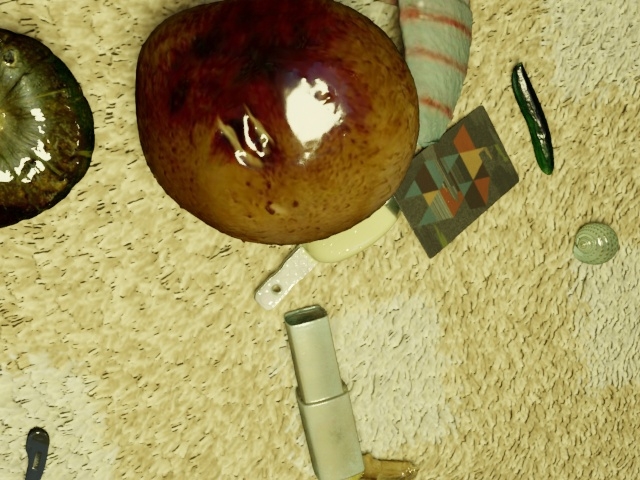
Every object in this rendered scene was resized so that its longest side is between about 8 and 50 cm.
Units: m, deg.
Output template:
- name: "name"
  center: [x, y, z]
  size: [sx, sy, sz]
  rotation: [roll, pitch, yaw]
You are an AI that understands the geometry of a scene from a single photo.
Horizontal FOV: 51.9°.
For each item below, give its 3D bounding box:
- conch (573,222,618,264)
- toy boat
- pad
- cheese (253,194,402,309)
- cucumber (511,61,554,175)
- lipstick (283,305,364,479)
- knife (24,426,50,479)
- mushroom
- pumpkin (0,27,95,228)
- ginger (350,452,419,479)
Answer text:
- name: "conch"
  center: [0.452, 0.009, 1.064]
  size: [0.085, 0.057, 0.076]
  rotation: [-2, 115, -14]
- name: "toy boat"
  center: [0.145, -0.252, 0.857]
  size: [0.206, 0.096, 0.282]
  rotation: [8, 74, -46]
- name: "pad"
  center: [0.201, -0.088, 0.972]
  size: [0.211, 0.003, 0.143]
  rotation: [-39, 110, -20]
- name: "cheese"
  center: [0.000, 0.000, 0.939]
  size: [0.251, 0.054, 0.127]
  rotation: [-45, 109, -1]
- name: "cucumber"
  center: [0.326, -0.184, 1.000]
  size: [0.036, 0.033, 0.184]
  rotation: [-36, 111, -32]
- name: "lipstick"
  center: [0.001, 0.226, 0.974]
  size: [0.077, 0.079, 0.253]
  rotation: [-15, 104, -10]
- name: "knife"
  center: [-0.400, 0.316, 0.915]
  size: [0.031, 0.018, 0.121]
  rotation: [11, 99, -24]
- name: "mushroom"
  center: [-0.066, -0.178, 0.809]
  size: [0.331, 0.356, 0.334]
  rotation: [-17, 134, 0]
- name: "pumpkin"
  center: [-0.382, -0.126, 0.751]
  size: [0.237, 0.159, 0.238]
  rotation: [-2, 98, -12]
- name: "ginger"
  center: [0.089, 0.369, 1.048]
  size: [0.137, 0.044, 0.058]
  rotation: [15, 79, -19]
